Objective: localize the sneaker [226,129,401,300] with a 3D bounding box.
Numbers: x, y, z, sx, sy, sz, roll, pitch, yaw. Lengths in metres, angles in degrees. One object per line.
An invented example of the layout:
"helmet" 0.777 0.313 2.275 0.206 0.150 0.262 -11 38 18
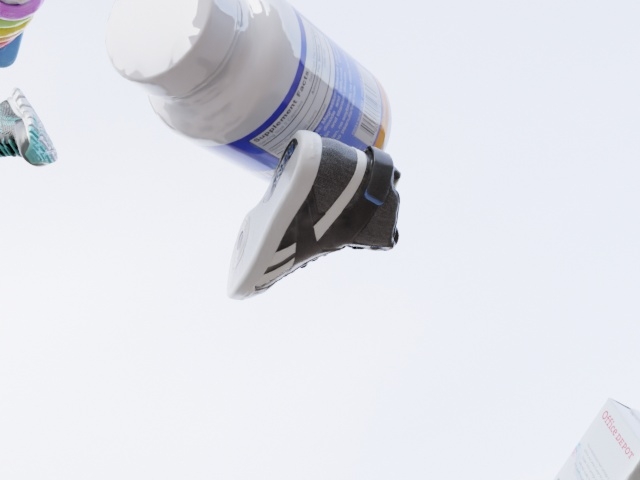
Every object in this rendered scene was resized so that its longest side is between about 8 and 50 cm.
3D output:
"sneaker" 0.000 0.000 0.818 0.121 0.079 0.217 14 -37 -17

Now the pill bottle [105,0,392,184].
"pill bottle" -0.060 -0.142 0.842 0.152 0.152 0.272 -40 -32 17

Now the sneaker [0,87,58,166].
"sneaker" -0.353 -0.115 1.072 0.076 0.166 0.065 -33 -56 -9

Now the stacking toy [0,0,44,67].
"stacking toy" -0.421 -0.334 1.219 0.175 0.302 0.165 14 -95 -37

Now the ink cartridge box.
"ink cartridge box" 0.336 0.289 1.011 0.127 0.128 0.176 26 -75 -8
